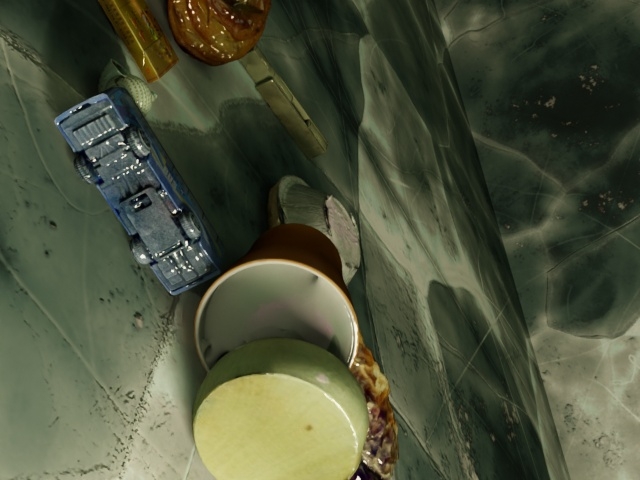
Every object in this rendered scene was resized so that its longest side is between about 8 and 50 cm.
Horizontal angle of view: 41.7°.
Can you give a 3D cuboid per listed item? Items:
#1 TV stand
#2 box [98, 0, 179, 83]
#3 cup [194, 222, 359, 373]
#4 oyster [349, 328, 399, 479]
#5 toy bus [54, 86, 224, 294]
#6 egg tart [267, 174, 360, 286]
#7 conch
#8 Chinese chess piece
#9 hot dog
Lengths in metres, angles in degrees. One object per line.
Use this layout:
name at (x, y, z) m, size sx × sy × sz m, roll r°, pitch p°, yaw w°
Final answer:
TV stand at (-0.062, -0.236, 1.466) m, size 0.249 × 0.036 × 0.042 m, roll 51°, pitch 29°, yaw -38°
box at (-0.243, -0.286, 1.093) m, size 0.156 × 0.022 × 0.089 m, roll 61°, pitch 23°, yaw -19°
cup at (-0.046, 0.096, 1.029) m, size 0.264 × 0.183 × 0.226 m, roll -78°, pitch 178°, yaw -73°
oyster at (0.059, 0.241, 1.228) m, size 0.271 × 0.101 × 0.275 m, roll 66°, pitch 10°, yaw -53°
toy bus at (-0.195, -0.055, 0.929) m, size 0.236 × 0.079 × 0.094 m, roll 61°, pitch 6°, yaw -20°
egg tart at (0.000, 0.000, 1.318) m, size 0.234 × 0.094 × 0.234 m, roll 54°, pitch 24°, yaw -39°
conch at (-0.228, -0.171, 0.976) m, size 0.076 × 0.057 × 0.085 m, roll 50°, pitch 0°, yaw 6°
Chinese chess piece at (-0.042, 0.193, 0.895) m, size 0.188 × 0.189 × 0.083 m, roll 61°, pitch 20°, yaw -19°
hot dog at (-0.166, -0.401, 1.255) m, size 0.196 × 0.122 × 0.272 m, roll 32°, pitch 43°, yaw -47°
